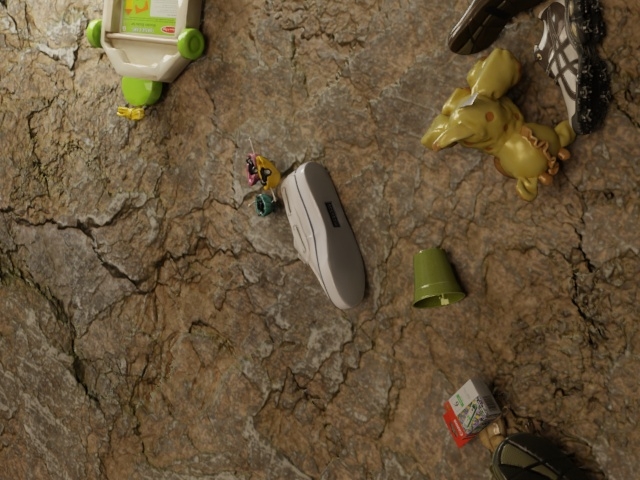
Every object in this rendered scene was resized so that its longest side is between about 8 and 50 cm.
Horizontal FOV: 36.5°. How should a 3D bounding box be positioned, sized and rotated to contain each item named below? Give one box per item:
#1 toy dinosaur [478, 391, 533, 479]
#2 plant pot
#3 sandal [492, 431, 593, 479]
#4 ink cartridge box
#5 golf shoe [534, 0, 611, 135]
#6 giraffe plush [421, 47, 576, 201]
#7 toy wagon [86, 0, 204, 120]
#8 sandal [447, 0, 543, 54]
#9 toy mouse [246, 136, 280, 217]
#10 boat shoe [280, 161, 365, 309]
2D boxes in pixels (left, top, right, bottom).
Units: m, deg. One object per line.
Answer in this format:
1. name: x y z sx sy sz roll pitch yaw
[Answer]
1. toy dinosaur: 0.272 0.297 1.461 0.092 0.053 0.183 -30 68 49
2. plant pot: 0.175 0.055 1.492 0.083 0.083 0.079 -22 69 35
3. sandal: 0.364 0.397 1.371 0.303 0.120 0.086 48 157 17
4. ink cartridge box: 0.218 0.263 1.463 0.115 0.029 0.063 -54 50 40
5. golf shoe: 0.347 -0.241 1.352 0.094 0.077 0.198 -5 84 47
6. giraffe plush: 0.264 -0.152 1.372 0.170 0.210 0.181 36 105 -7
7. toy wagon: -0.325 -0.396 1.817 0.267 0.068 0.344 14 102 34
8. sandal: 0.265 -0.356 1.402 0.219 0.090 0.060 -44 47 37
9. toy mouse: -0.100 -0.096 1.685 0.143 0.031 0.161 112 143 -55
10. boat shoe: 0.000 0.000 1.608 0.084 0.095 0.258 -30 66 38
